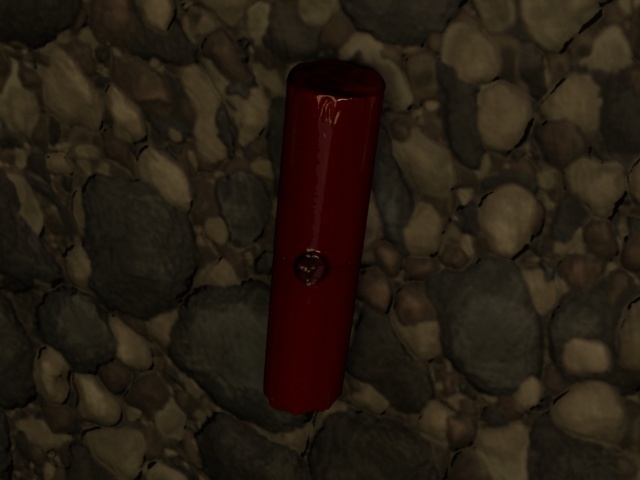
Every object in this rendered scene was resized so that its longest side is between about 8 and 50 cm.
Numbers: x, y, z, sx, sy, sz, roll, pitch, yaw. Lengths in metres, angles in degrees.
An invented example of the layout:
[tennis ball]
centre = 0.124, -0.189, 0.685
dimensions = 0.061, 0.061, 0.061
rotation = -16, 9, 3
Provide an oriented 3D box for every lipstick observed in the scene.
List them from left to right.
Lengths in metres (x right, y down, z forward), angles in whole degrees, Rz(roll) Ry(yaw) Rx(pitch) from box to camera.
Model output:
[lipstick]
centre = -0.001, 0.000, 1.483
dimensions = 0.073, 0.073, 0.280
rotation = 17, 122, 20
